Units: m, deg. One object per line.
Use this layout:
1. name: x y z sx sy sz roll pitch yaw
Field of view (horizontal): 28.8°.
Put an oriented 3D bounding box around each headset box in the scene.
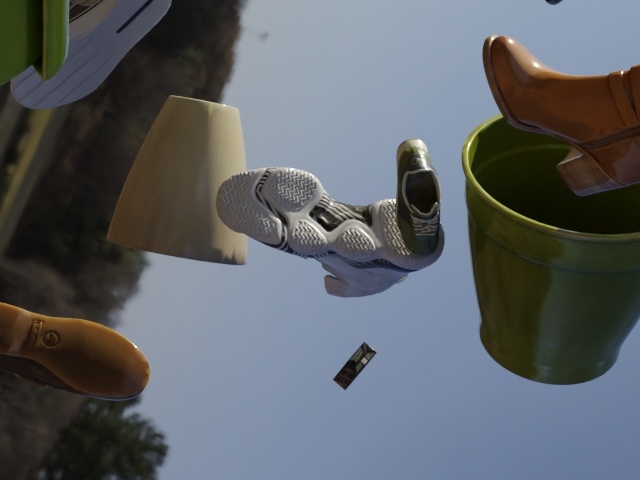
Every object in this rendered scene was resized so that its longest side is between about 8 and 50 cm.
1. headset box: 0.060 0.226 2.225 0.062 0.032 0.083 -47 175 -31

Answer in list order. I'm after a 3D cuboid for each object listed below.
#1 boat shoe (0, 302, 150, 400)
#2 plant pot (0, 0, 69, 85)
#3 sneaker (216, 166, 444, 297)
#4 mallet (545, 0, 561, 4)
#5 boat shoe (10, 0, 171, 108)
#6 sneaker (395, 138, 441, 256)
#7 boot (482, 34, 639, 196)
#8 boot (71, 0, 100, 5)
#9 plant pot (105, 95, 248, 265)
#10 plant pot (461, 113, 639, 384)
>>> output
1. boat shoe: -0.276 0.114 1.284 0.073 0.207 0.073 119 -8 -66
2. plant pot: -0.408 -0.300 1.426 0.228 0.207 0.227 50 -38 45
3. sneaker: 0.000 0.000 2.013 0.210 0.366 0.137 121 -21 -64
4. mallet: 0.386 -0.512 2.274 0.039 0.190 0.062 -41 -173 -8
5. boat shoe: -0.394 -0.354 2.148 0.335 0.121 0.119 -35 -140 9
6. sneaker: 0.146 -0.047 1.842 0.086 0.064 0.192 -102 -177 -61
7. boot: 0.255 -0.137 1.145 0.152 0.197 0.073 -25 -153 46
8. boot: -0.331 -0.454 1.620 0.090 0.248 0.207 -9 -134 22
9. plant pot: -0.231 -0.113 2.233 0.256 0.256 0.274 -154 -105 -78
10. plant pot: 0.390 0.029 1.987 0.366 0.366 0.353 -84 177 -54
